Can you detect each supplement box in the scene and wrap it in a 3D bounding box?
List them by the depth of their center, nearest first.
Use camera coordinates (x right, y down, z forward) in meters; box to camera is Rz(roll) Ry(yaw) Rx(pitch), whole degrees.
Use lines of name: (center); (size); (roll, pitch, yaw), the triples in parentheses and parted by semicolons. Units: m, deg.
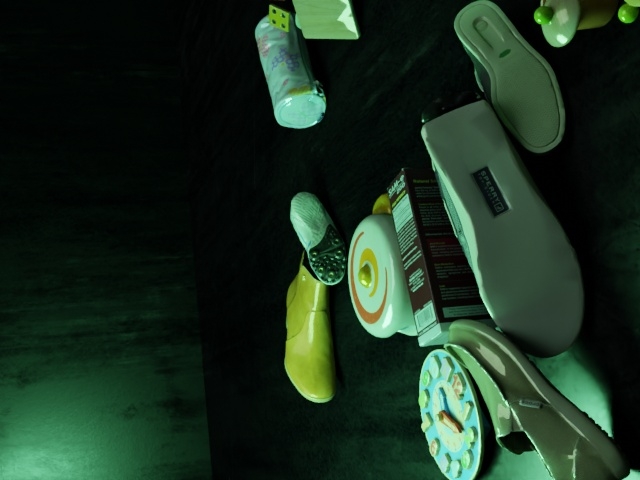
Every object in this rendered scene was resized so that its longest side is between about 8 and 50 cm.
supplement box: (0.182, 0.019, 1.142); (0.073, 0.130, 0.240); (128, 137, -61)

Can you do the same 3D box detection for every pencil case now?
pencil case: (-0.067, -0.378, 1.813); (0.124, 0.113, 0.273); (-54, 42, 45)

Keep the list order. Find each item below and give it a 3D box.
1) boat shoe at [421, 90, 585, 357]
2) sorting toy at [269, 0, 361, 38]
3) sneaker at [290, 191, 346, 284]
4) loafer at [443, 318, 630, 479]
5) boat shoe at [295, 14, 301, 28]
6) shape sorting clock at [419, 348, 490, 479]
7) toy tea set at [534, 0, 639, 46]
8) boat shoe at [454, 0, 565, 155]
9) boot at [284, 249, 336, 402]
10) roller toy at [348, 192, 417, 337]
boat shoe: (0.236, -0.022, 1.050); (0.158, 0.127, 0.341); (5, -116, -76)
sorting toy: (0.007, -0.458, 1.585); (0.274, 0.046, 0.132); (10, 135, 36)
sneaker: (0.000, 0.000, 1.741); (0.086, 0.085, 0.237); (70, 178, -54)
loafer: (0.230, 0.194, 0.960); (0.268, 0.092, 0.102); (43, 172, 38)
boat shoe: (0.008, -0.517, 1.645); (0.228, 0.081, 0.069); (128, 139, -51)
shape sorting clock: (0.196, 0.270, 1.266); (0.206, 0.040, 0.206); (178, 90, -70)
toy tea set: (0.294, -0.334, 0.797); (0.200, 0.124, 0.336); (-116, 31, -48)
boat shoe: (0.247, -0.201, 1.049); (0.079, 0.084, 0.233); (47, -161, -61)
boot: (-0.017, 0.172, 1.754); (0.295, 0.104, 0.211); (-109, 25, -48)
roller toy: (0.127, 0.050, 1.273); (0.191, 0.146, 0.209); (-119, 33, -50)
